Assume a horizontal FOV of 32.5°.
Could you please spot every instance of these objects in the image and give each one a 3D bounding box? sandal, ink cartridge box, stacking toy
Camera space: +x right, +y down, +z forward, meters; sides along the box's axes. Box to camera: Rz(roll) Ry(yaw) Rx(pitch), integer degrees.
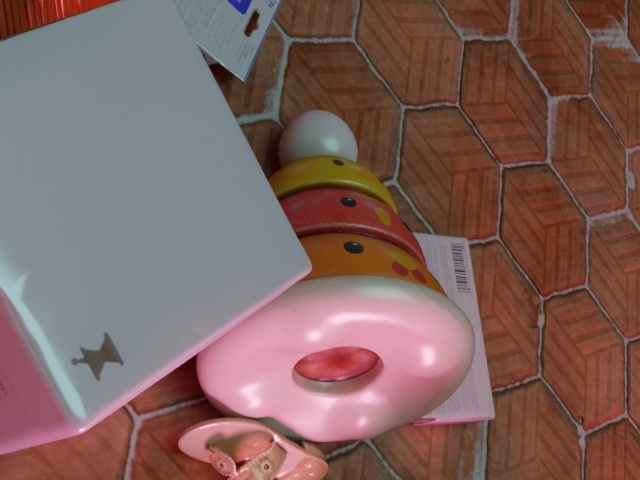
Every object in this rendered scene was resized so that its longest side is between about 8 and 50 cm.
[{"bbox_3d":[-0.071,0.294,1.402,0.240,0.088,0.079,24,31,-41],"label":"sandal"},{"bbox_3d":[-0.165,-0.357,1.600,0.208,0.045,0.206,38,53,-24],"label":"ink cartridge box"},{"bbox_3d":[0.144,0.134,1.690,0.261,0.066,0.296,7,70,-41],"label":"ink cartridge box"},{"bbox_3d":[0.000,0.000,1.497,0.350,0.350,0.480,24,42,-34],"label":"stacking toy"}]

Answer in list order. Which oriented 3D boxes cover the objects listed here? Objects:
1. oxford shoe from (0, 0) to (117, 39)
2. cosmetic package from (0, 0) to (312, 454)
[{"bbox_3d":[-0.339,-0.335,1.408,0.364,0.130,0.133,-31,58,-36],"label":"oxford shoe"},{"bbox_3d":[-0.297,0.003,1.104,0.327,0.394,0.329,-33,99,-44],"label":"cosmetic package"}]
